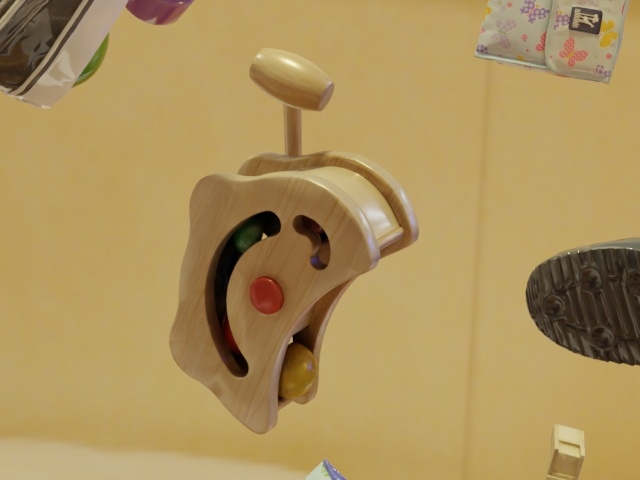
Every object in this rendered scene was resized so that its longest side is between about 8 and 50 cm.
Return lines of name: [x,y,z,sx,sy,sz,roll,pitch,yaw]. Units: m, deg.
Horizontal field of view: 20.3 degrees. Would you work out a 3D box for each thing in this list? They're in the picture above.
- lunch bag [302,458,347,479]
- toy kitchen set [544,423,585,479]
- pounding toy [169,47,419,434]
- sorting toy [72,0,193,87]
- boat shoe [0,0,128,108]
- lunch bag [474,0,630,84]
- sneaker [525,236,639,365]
lunch bag: [-0.004,0.326,1.914,0.129,0.096,0.151,-41,26,4]
toy kitchen set: [0.274,0.256,1.919,0.068,0.083,0.075,15,17,3]
pounding toy: [0.000,0.000,1.343,0.154,0.269,0.155,22,27,23]
sorting toy: [-0.220,-0.193,1.375,0.366,0.127,0.126,-23,-13,-40]
boat shoe: [-0.165,-0.238,1.234,0.102,0.301,0.108,24,17,-34]
lunch bag: [0.143,-0.135,1.076,0.083,0.071,0.053,16,7,25]
sneaker: [0.339,0.038,1.514,0.319,0.112,0.131,-2,14,24]
